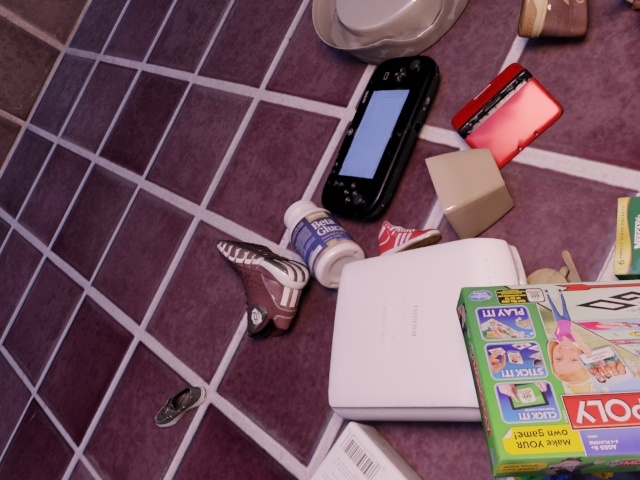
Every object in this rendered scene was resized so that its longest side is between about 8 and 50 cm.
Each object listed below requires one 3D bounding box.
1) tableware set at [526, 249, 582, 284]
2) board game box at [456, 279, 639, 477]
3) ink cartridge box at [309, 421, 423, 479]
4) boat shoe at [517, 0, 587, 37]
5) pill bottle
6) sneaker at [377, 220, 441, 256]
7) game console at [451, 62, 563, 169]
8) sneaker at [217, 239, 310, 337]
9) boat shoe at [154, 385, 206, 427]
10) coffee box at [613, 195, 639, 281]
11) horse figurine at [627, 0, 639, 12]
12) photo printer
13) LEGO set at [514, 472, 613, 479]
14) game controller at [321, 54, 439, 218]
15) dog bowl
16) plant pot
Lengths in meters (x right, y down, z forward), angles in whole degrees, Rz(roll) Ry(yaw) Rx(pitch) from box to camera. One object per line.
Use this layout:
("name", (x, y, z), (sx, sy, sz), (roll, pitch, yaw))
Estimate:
("tableware set", (0.322, 0.126, 0.888), (0.128, 0.039, 0.194), (-45, 39, 37))
("board game box", (0.325, 0.139, 0.718), (0.317, 0.046, 0.214), (-3, 46, 0))
("ink cartridge box", (0.072, 0.440, 0.946), (0.275, 0.060, 0.239), (40, 99, 44))
("boat shoe", (0.404, -0.469, 1.070), (0.123, 0.123, 0.342), (11, 68, 13))
("pill bottle", (0.000, 0.000, 1.196), (0.094, 0.094, 0.169), (-50, 46, 11))
("sneaker", (0.143, -0.011, 1.112), (0.118, 0.042, 0.067), (-27, 57, 32))
("game console", (0.300, -0.204, 1.087), (0.144, 0.085, 0.124), (-43, 17, 17))
("sneaker", (-0.132, 0.096, 1.269), (0.281, 0.106, 0.163), (22, 102, 56))
("boat shoe", (-0.289, 0.329, 1.333), (0.142, 0.040, 0.049), (-37, 50, 23))
("coffee box", (0.464, -0.004, 0.824), (0.184, 0.040, 0.113), (-2, 69, 41))
("horse figurine", (0.455, -0.429, 0.975), (0.066, 0.174, 0.264), (-24, 62, 54))
("photo printer", (0.157, 0.133, 0.968), (0.307, 0.107, 0.256), (-13, 62, 43))
("LEGO set", (0.283, 0.267, 0.773), (0.087, 0.227, 0.093), (-34, 43, -28))
("game controller", (0.105, -0.190, 1.216), (0.166, 0.067, 0.319), (17, 81, 45))
("dog bowl", (0.148, -0.502, 1.303), (0.348, 0.102, 0.349), (-20, 57, 34))
("plant pot", (0.235, -0.078, 1.025), (0.096, 0.109, 0.109), (-23, 55, 17))
